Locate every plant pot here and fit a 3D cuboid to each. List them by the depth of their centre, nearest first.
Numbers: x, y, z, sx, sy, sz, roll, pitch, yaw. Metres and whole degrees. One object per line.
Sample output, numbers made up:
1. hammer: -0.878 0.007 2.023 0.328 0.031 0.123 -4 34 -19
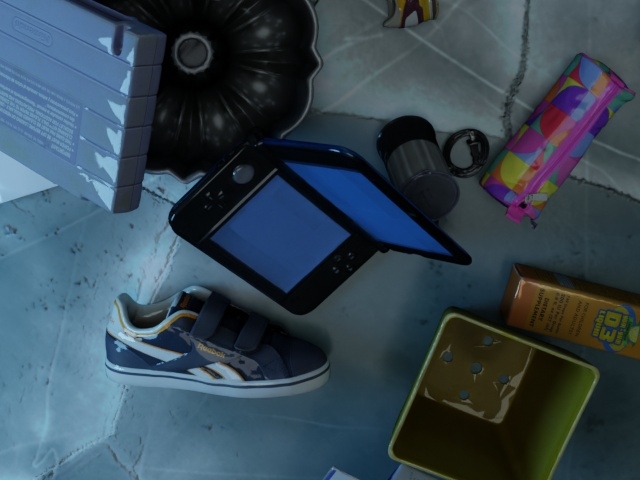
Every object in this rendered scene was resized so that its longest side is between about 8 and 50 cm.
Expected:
1. plant pot: 0.223 0.202 1.406 0.212 0.187 0.212 21 102 -3

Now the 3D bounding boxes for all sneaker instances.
1. sneaker: 0.099 -0.373 1.352 0.083 0.069 0.186 -14 100 -1
2. sneaker: -0.145 0.139 1.435 0.321 0.126 0.127 3 107 3

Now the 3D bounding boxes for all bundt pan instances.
1. bundt pan: -0.165 -0.243 1.348 0.330 0.124 0.331 -1 98 -5

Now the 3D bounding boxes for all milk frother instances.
1. milk frother: 0.163 -0.094 1.373 0.143 0.135 0.129 -25 130 9

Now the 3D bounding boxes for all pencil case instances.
1. pencil case: 0.315 -0.133 1.381 0.104 0.104 0.236 34 100 -5

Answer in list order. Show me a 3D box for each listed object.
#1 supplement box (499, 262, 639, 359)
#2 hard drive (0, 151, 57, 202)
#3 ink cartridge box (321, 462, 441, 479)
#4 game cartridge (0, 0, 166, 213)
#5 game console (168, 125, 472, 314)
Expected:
1. supplement box: 0.375 0.102 1.437 0.233 0.080 0.078 13 104 -3
2. hard drive: -0.399 -0.231 1.409 0.210 0.040 0.319 -17 100 5
3. ink cartridge box: 0.107 0.442 1.434 0.330 0.071 0.324 27 131 -5
4. game cartridge: -0.338 -0.199 1.260 0.355 0.068 0.230 29 123 29
5. game console: 0.000 0.000 1.315 0.250 0.173 0.293 -43 131 10
